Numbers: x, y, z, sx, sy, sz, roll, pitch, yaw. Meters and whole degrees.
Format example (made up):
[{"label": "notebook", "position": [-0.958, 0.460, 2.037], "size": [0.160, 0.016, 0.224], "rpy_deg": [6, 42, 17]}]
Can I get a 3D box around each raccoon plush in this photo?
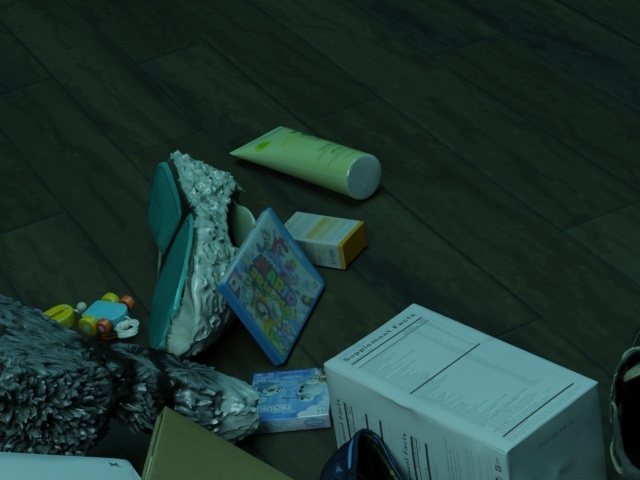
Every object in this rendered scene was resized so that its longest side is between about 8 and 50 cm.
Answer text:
[{"label": "raccoon plush", "position": [-0.308, 0.241, 1.794], "size": [0.446, 0.299, 0.216], "rpy_deg": [19, 13, -9]}]

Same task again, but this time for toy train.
[{"label": "toy train", "position": [-0.287, 0.118, 2.070], "size": [0.166, 0.046, 0.125], "rpy_deg": [-15, 31, -2]}]

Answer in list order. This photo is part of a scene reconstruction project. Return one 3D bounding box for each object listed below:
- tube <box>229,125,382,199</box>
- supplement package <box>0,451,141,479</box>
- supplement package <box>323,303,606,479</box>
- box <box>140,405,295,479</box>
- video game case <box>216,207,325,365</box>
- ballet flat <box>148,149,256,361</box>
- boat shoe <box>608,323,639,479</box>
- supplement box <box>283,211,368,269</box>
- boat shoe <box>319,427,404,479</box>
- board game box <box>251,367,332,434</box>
[{"label": "tube", "position": [-0.018, -0.110, 2.368], "size": [0.070, 0.062, 0.240], "rpy_deg": [19, 2, -41]}, {"label": "supplement package", "position": [-0.224, 0.307, 1.547], "size": [0.204, 0.145, 0.262], "rpy_deg": [9, 17, -33]}, {"label": "supplement package", "position": [0.140, 0.181, 1.742], "size": [0.139, 0.134, 0.244], "rpy_deg": [-31, 36, -32]}, {"label": "box", "position": [-0.072, 0.244, 1.663], "size": [0.201, 0.021, 0.164], "rpy_deg": [31, 18, -10]}, {"label": "video game case", "position": [-0.054, 0.051, 2.044], "size": [0.015, 0.119, 0.166], "rpy_deg": [-25, 20, 31]}, {"label": "ballet flat", "position": [-0.129, 0.014, 2.124], "size": [0.147, 0.147, 0.409], "rpy_deg": [-10, 31, 0]}, {"label": "boat shoe", "position": [0.342, 0.164, 1.715], "size": [0.132, 0.130, 0.355], "rpy_deg": [-3, 31, 11]}, {"label": "supplement box", "position": [0.000, 0.000, 2.191], "size": [0.098, 0.036, 0.062], "rpy_deg": [9, 35, 29]}, {"label": "boat shoe", "position": [0.054, 0.263, 1.637], "size": [0.109, 0.089, 0.258], "rpy_deg": [11, 24, -31]}, {"label": "board game box", "position": [-0.031, 0.172, 1.923], "size": [0.090, 0.020, 0.090], "rpy_deg": [-6, 31, 7]}]
